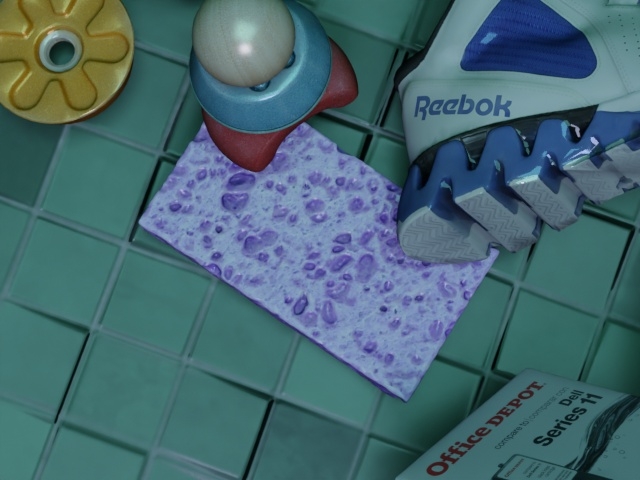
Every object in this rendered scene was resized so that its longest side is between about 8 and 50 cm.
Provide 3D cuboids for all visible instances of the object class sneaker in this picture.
[{"bbox_3d":[0.174,-0.121,1.150,0.316,0.127,0.182,-19,67,15],"label":"sneaker"}]

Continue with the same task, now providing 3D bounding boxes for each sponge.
[{"bbox_3d":[0.000,0.000,1.212,0.210,0.031,0.117,34,83,1],"label":"sponge"}]

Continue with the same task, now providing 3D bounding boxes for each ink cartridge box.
[{"bbox_3d":[0.169,0.163,1.095,0.153,0.208,0.086,-34,125,-42],"label":"ink cartridge box"}]

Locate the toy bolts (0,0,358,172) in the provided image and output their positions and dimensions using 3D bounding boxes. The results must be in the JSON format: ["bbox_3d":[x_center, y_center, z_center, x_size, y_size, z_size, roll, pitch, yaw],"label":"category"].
[{"bbox_3d":[-0.101,-0.141,1.136,0.218,0.158,0.228,-43,75,-3],"label":"toy bolts"}]
